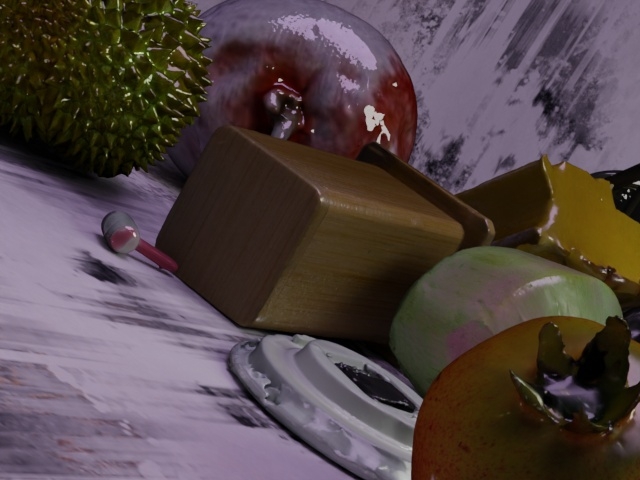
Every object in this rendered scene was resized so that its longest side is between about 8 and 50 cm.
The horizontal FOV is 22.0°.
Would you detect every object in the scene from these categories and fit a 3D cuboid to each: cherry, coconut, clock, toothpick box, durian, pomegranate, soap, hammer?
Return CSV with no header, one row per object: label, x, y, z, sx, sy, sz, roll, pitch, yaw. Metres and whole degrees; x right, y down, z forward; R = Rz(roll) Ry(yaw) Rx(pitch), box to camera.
cherry,-0.057,-0.156,2.026,0.326,0.291,0.335,16,-2,-31
coconut,0.192,0.112,1.595,0.204,0.236,0.236,-29,50,-27
clock,0.033,0.138,1.384,0.236,0.053,0.236,32,7,-5
toothpick box,0.000,0.000,1.641,0.190,0.187,0.308,38,14,30
durian,-0.235,-0.191,1.695,0.291,0.225,0.291,28,15,-8
pomegranate,0.172,0.151,1.166,0.220,0.257,0.221,3,49,-4
soap,0.236,0.032,1.959,0.259,0.281,0.143,25,54,-39
hammer,-0.164,0.005,1.513,0.083,0.031,0.052,35,10,-28

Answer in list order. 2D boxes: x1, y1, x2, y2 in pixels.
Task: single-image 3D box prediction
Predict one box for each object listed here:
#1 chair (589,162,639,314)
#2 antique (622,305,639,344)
chair,0.474,0.083,2.306,0.361,0.365,0.410,30,4,-13
antique,0.399,0.211,1.866,0.322,0.185,0.255,28,17,-28
